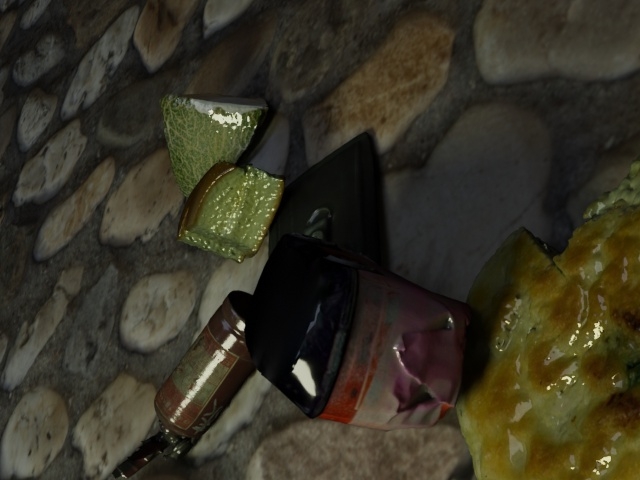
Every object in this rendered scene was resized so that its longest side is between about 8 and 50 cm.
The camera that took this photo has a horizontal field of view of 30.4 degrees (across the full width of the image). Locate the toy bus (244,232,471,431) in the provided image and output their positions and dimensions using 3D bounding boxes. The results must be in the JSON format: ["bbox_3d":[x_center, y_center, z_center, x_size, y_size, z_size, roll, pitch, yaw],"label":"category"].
[{"bbox_3d":[0.025,0.075,1.019,0.303,0.147,0.127,-155,81,-77],"label":"toy bus"}]

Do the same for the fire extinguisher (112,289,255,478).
[{"bbox_3d":[-0.152,0.170,1.335,0.252,0.106,0.075,-52,52,19],"label":"fire extinguisher"}]

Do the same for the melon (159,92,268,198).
[{"bbox_3d":[-0.157,-0.149,1.579,0.202,0.139,0.093,-46,13,32],"label":"melon"}]

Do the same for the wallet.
[{"bbox_3d":[0.000,0.000,1.287,0.169,0.052,0.245,-38,37,33],"label":"wallet"}]

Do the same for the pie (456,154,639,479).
[{"bbox_3d":[0.219,0.074,0.862,0.337,0.075,0.337,-38,40,42],"label":"pie"}]

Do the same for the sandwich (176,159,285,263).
[{"bbox_3d":[-0.115,-0.029,1.404,0.244,0.090,0.088,156,129,-72],"label":"sandwich"}]
